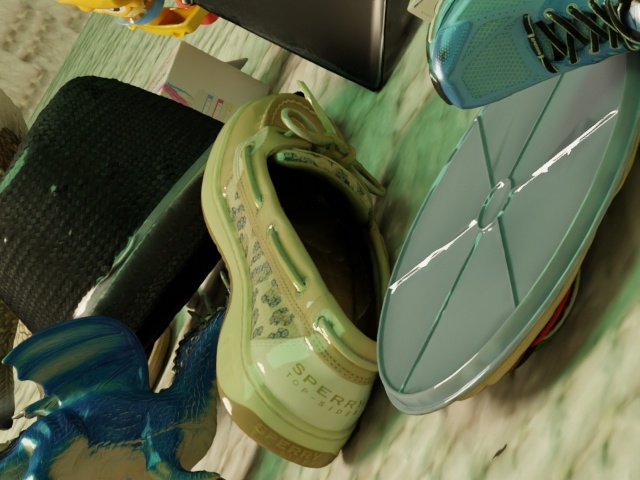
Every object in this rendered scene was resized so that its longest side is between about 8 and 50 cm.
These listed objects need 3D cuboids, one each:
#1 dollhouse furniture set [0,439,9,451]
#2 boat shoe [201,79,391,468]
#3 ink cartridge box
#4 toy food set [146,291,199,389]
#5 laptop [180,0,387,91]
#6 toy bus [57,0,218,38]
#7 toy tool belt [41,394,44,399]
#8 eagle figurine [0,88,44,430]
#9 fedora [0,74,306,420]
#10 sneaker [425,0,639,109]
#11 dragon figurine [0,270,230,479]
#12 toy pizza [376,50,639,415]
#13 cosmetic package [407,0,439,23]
[{"bbox_3d":[-0.238,0.266,1.363,0.182,0.101,0.161,-60,14,13],"label":"dollhouse furniture set"},{"bbox_3d":[0.000,0.000,1.032,0.089,0.104,0.285,-50,29,29],"label":"boat shoe"},{"bbox_3d":[-0.112,-0.091,1.602,0.092,0.090,0.143,-44,24,53],"label":"ink cartridge box"},{"bbox_3d":[-0.164,0.108,1.522,0.192,0.038,0.132,-62,14,2],"label":"toy food set"},{"bbox_3d":[0.027,-0.356,1.406,0.408,0.236,0.382,-36,-46,-60],"label":"laptop"},{"bbox_3d":[-0.135,-0.248,1.590,0.149,0.211,0.220,15,58,34],"label":"toy bus"},{"bbox_3d":[-0.215,0.166,1.609,0.052,0.051,0.083,30,102,47],"label":"toy tool belt"},{"bbox_3d":[-0.258,0.026,1.673,0.298,0.226,0.225,-58,24,8],"label":"eagle figurine"},{"bbox_3d":[-0.149,-0.019,1.313,0.334,0.152,0.334,-52,-1,-1],"label":"fedora"},{"bbox_3d":[0.116,-0.101,0.763,0.162,0.063,0.073,-30,34,10],"label":"sneaker"},{"bbox_3d":[-0.140,0.104,1.116,0.085,0.289,0.144,97,159,-56],"label":"dragon figurine"},{"bbox_3d":[0.090,-0.009,0.838,0.201,0.032,0.201,-54,16,24],"label":"toy pizza"},{"bbox_3d":[0.096,-0.185,1.125,0.060,0.041,0.115,-41,25,57],"label":"cosmetic package"}]
